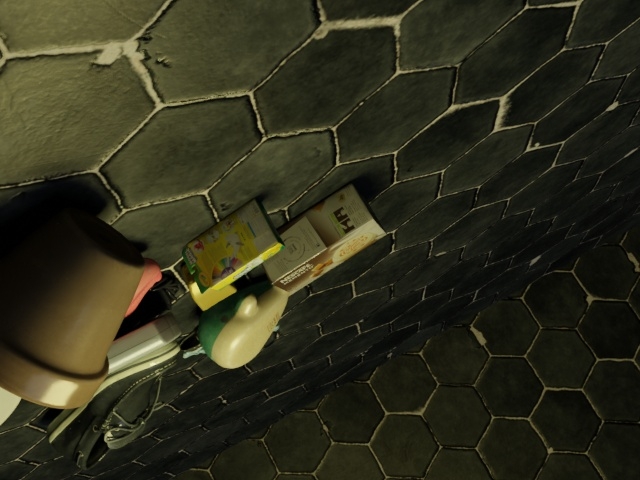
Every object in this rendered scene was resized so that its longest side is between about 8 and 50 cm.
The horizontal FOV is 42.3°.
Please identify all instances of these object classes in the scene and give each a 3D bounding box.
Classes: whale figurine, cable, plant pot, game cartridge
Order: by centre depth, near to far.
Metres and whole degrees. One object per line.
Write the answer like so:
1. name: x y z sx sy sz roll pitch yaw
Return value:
1. plant pot: -0.385 0.082 1.237 0.229 0.263 0.263 -51 157 5
2. game cartridge: -0.367 0.203 1.595 0.198 0.062 0.297 -22 180 -8
3. plant pot: -0.229 0.074 1.629 0.082 0.081 0.083 -32 148 5
4. cable: -0.346 0.128 1.637 0.151 0.047 0.184 -12 153 -41
5. whale figurine: -0.167 0.157 1.876 0.272 0.141 0.216 -50 160 -16

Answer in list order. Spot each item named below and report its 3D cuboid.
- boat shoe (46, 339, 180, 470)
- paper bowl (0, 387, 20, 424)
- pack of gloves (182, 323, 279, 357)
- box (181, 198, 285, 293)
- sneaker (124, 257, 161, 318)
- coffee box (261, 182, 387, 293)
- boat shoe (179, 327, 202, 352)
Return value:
1. boat shoe: -0.453 0.376 1.880 0.500 0.156 0.187 -42 171 34
2. paper bowl: -0.594 0.234 1.320 0.284 0.148 0.284 -41 160 -18
3. pack of gloves: -0.230 0.241 2.099 0.195 0.046 0.232 -25 166 34
4. box: -0.165 0.016 1.532 0.179 0.105 0.043 -32 159 9
5. sneaker: -0.399 0.133 1.480 0.314 0.116 0.136 -38 161 25
6. coffee box: 0.000 0.000 1.727 0.247 0.098 0.141 -32 160 6
7. boat shoe: -0.280 0.227 1.965 0.142 0.049 0.040 -39 158 29
